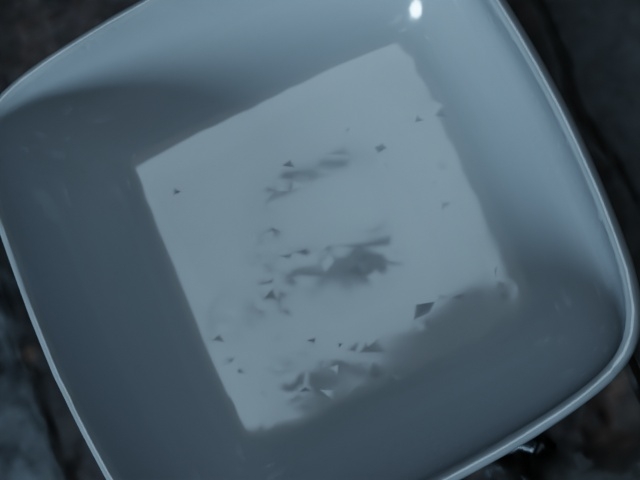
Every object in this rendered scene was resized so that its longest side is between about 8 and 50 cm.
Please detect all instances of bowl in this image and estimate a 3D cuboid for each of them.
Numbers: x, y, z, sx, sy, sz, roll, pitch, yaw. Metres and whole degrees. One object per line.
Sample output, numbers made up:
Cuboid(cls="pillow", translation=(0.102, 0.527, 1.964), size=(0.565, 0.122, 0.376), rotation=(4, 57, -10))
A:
Cuboid(cls="bowl", translation=(0.000, 0.000, 0.463), size=(0.142, 0.053, 0.142), rotation=(-27, 78, 9))
